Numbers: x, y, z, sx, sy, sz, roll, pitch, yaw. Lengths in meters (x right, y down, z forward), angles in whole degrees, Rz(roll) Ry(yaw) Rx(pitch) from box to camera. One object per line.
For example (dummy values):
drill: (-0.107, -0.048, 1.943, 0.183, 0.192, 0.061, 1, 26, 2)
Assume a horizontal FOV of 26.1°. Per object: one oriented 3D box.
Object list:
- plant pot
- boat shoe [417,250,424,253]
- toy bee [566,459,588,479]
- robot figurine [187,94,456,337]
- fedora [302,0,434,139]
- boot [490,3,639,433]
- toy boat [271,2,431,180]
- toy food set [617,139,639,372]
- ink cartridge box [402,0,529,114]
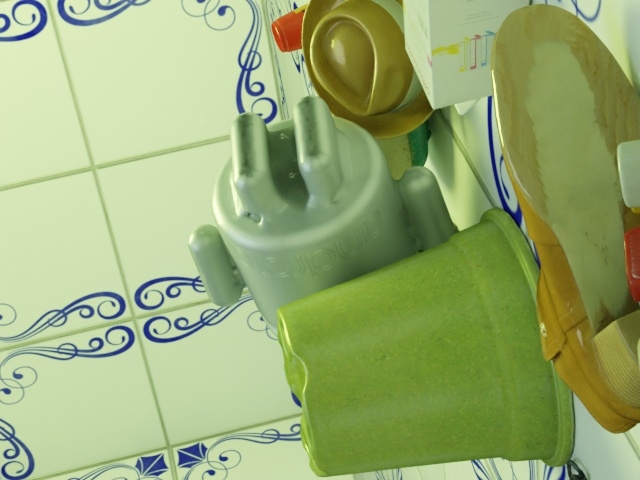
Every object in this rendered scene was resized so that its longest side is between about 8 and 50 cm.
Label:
plant pot: (0.094, 0.129, 1.427, 0.276, 0.254, 0.276, 166, 90, -84)
boat shoe: (0.125, 0.017, 1.770, 0.223, 0.073, 0.080, 145, 114, -82)
toy bee: (0.215, 0.369, 1.274, 0.298, 0.162, 0.195, -114, 10, -61)
robot figurine: (0.000, 0.000, 1.568, 0.353, 0.300, 0.200, 66, -164, -47)
fedora: (0.046, -0.199, 1.509, 0.079, 0.194, 0.194, -34, -63, -55)
boot: (0.182, -0.004, 1.016, 0.211, 0.104, 0.295, 99, 153, -74)
toy boat: (0.052, -0.231, 1.715, 0.318, 0.148, 0.267, -123, 15, -53)
toy food set: (0.233, 0.022, 0.788, 0.111, 0.104, 0.232, 63, -156, -48)
ink cartridge box: (0.126, -0.191, 1.205, 0.143, 0.090, 0.092, 82, 173, -50)
